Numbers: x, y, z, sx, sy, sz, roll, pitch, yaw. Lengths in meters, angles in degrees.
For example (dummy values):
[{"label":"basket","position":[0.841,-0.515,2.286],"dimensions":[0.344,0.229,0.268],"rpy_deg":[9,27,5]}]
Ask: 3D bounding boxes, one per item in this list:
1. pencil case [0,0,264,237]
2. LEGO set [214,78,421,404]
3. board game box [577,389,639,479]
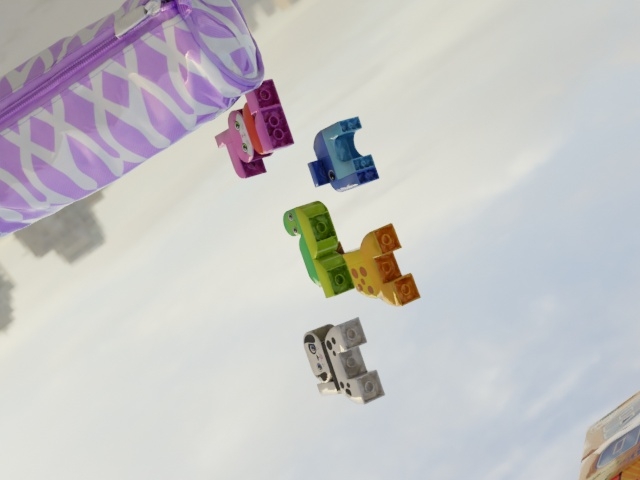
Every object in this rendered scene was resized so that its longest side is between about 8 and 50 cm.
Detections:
[{"label":"pencil case","position":[-0.128,-0.076,0.648],"dimensions":[0.206,0.086,0.088],"rpy_deg":[-30,165,21]},{"label":"LEGO set","position":[0.000,0.000,0.839],"dimensions":[0.087,0.227,0.093],"rpy_deg":[-19,179,-33]},{"label":"board game box","position":[0.622,0.353,1.665],"dimensions":[0.356,0.356,0.356],"rpy_deg":[-42,176,18]}]
